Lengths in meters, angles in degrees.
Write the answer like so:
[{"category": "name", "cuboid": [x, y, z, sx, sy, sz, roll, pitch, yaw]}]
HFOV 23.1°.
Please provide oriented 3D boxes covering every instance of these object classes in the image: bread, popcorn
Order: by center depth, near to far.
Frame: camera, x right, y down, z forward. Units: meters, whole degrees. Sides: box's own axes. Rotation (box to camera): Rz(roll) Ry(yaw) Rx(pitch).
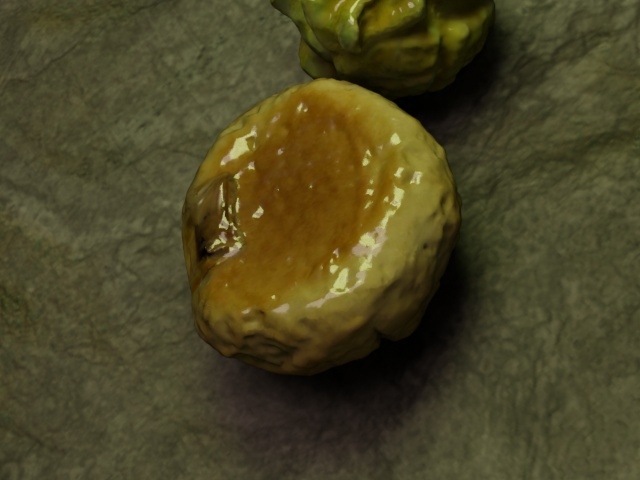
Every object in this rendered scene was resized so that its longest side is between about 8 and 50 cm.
[{"category": "bread", "cuboid": [0.000, 0.000, 1.201, 0.244, 0.134, 0.245, -14, 56, 22]}, {"category": "popcorn", "cuboid": [0.049, -0.203, 1.264, 0.167, 0.185, 0.187, -35, 52, -11]}]
